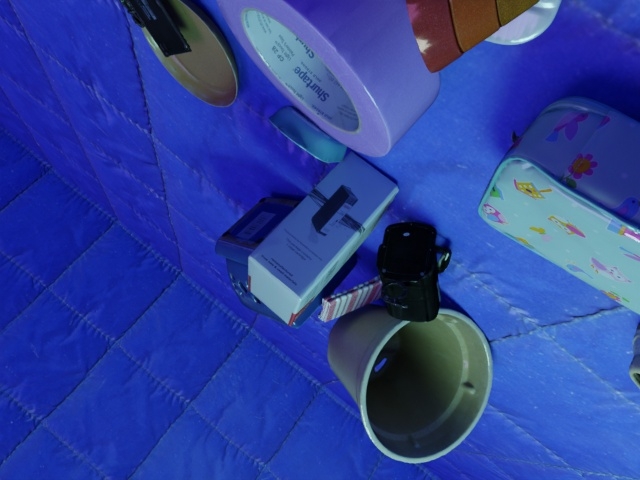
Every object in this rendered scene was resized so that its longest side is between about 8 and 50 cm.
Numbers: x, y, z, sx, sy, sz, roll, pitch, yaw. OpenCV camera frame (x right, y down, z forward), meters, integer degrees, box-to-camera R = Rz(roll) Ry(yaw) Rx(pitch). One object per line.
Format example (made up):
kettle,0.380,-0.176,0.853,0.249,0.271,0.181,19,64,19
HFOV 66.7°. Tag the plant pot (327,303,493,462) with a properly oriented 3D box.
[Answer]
plant pot,0.171,0.289,1.154,0.334,0.334,0.305,48,167,-21

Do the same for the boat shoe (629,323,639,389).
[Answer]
boat shoe,0.548,0.252,0.731,0.302,0.098,0.109,48,156,-21

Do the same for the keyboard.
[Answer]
keyboard,-0.298,-0.399,0.829,0.108,0.023,0.180,10,143,40

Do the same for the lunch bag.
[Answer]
lunch bag,0.316,-0.024,0.531,0.279,0.108,0.224,36,175,16

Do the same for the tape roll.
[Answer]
tape roll,0.006,-0.225,0.575,0.275,0.090,0.275,42,177,3

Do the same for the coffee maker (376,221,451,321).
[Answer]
coffee maker,0.160,0.081,0.911,0.120,0.171,0.178,25,154,32

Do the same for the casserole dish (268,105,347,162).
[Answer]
casserole dish,-0.011,-0.172,0.773,0.114,0.037,0.188,38,-162,6

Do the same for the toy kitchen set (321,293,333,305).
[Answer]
toy kitchen set,-0.063,0.087,1.393,0.207,0.122,0.166,1,141,26

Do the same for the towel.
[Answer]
towel,0.089,0.121,1.103,0.144,0.197,0.029,102,144,-65

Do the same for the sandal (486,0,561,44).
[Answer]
sandal,0.112,-0.276,0.448,0.265,0.076,0.102,40,141,25

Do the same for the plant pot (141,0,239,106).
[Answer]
plant pot,-0.235,-0.352,0.891,0.236,0.032,0.236,33,158,16

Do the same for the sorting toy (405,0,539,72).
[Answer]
sorting toy,0.103,-0.304,0.306,0.126,0.127,0.366,-3,117,26

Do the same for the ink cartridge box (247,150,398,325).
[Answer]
ink cartridge box,0.000,0.000,0.880,0.114,0.273,0.197,40,158,8

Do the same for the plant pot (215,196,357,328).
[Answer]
plant pot,-0.094,0.033,1.149,0.236,0.236,0.212,14,141,47
